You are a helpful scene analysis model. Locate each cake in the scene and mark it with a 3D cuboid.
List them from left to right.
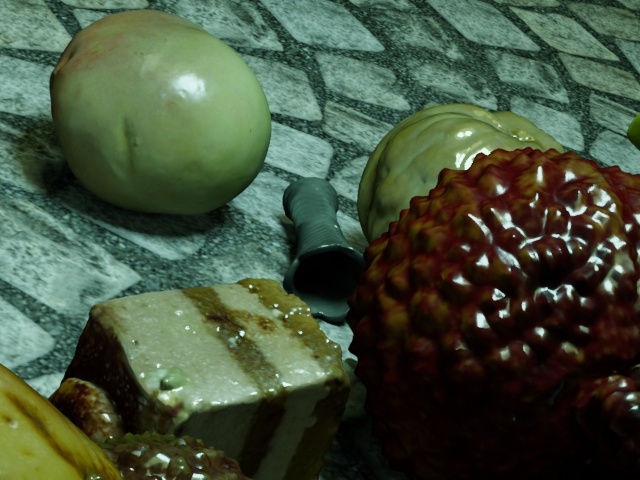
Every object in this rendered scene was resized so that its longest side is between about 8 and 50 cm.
[{"bbox_3d":[-0.144,0.161,1.588,0.293,0.199,0.196,-3,39,-37],"label":"cake"}]

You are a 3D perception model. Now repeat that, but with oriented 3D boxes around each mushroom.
[{"bbox_3d":[0.026,0.166,1.836,0.083,0.067,0.083,23,22,-10],"label":"mushroom"}]

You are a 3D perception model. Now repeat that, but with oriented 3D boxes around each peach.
[{"bbox_3d":[-0.207,-0.168,2.066,0.292,0.247,0.292,39,22,-19],"label":"peach"}]

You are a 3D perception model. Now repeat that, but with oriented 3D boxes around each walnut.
[{"bbox_3d":[0.187,-0.041,2.109,0.285,0.285,0.296,25,17,5],"label":"walnut"}]

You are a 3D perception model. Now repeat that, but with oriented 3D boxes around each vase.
[{"bbox_3d":[0.000,0.000,2.083,0.115,0.115,0.237,15,25,-13],"label":"vase"}]

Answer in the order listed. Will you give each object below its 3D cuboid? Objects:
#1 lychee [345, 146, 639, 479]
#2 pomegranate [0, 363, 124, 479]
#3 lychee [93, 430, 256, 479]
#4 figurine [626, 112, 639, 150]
[{"bbox_3d":[0.230,0.111,1.691,0.424,0.424,0.500,15,4,-13],"label":"lychee"},{"bbox_3d":[-0.318,0.269,1.094,0.410,0.410,0.410,17,28,-9],"label":"pomegranate"},{"bbox_3d":[-0.136,0.271,1.341,0.236,0.271,0.236,-1,45,1],"label":"lychee"},{"bbox_3d":[0.390,0.039,2.161,0.204,0.283,0.338,39,53,-7],"label":"figurine"}]
